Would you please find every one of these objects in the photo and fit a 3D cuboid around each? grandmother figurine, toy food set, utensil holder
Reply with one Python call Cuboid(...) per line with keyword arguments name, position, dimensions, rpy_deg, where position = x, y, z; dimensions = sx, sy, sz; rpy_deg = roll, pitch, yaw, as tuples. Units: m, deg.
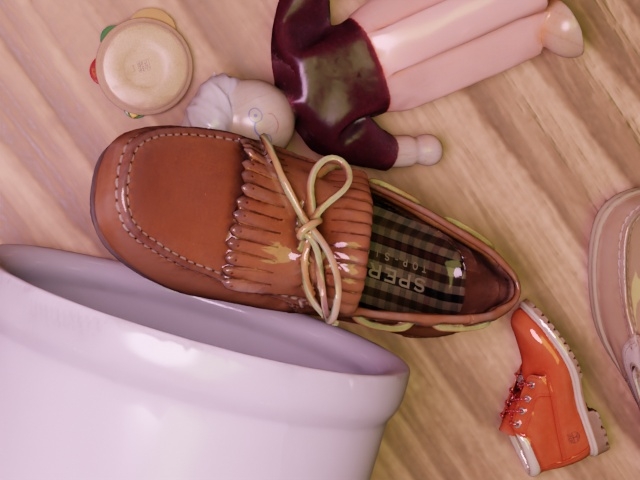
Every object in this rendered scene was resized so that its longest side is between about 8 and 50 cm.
Cuboid(name="grandmother figurine", position=(0.038, -0.149, 1.142), dimensions=(0.342, 0.104, 0.208), rpy_deg=(-28, 94, -10))
Cuboid(name="toy food set", position=(-0.148, -0.145, 1.144), dimensions=(0.082, 0.020, 0.083), rpy_deg=(-31, 100, -7))
Cuboid(name="utensil holder", position=(-0.143, 0.231, 1.030), dimensions=(0.327, 0.327, 0.386), rpy_deg=(16, 95, -12))

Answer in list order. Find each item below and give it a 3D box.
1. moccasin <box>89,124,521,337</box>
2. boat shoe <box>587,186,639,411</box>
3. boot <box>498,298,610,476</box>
Cuboid(name="moccasin", position=(-0.001, 0.003, 1.052), dimensions=(0.380, 0.147, 0.139), rpy_deg=(25, 72, -36))
Cuboid(name="boat shoe", position=(0.331, 0.117, 1.214), dimensions=(0.121, 0.110, 0.341), rpy_deg=(-19, 98, -9))
Cuboid(name="boot", position=(0.189, 0.132, 1.217), dimensions=(0.084, 0.059, 0.158), rpy_deg=(-23, 100, -3))
